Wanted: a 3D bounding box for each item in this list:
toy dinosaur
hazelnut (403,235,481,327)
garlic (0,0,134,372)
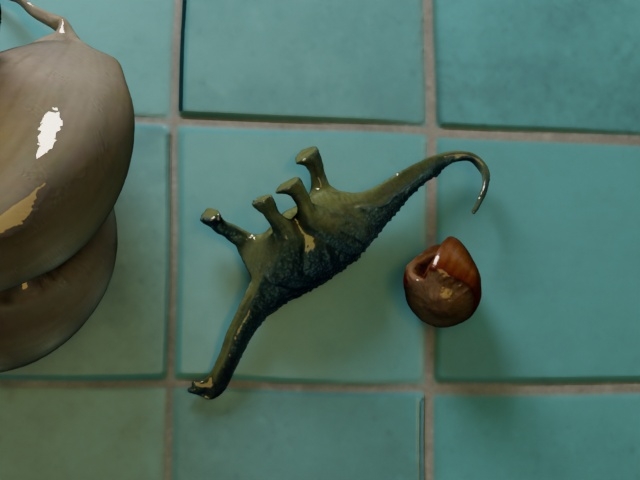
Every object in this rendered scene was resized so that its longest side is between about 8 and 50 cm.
[{"bbox_3d":[-0.009,-0.006,1.675,0.363,0.076,0.147,-38,114,-11],"label":"toy dinosaur"},{"bbox_3d":[0.119,0.040,1.694,0.086,0.086,0.086,1,86,-12],"label":"hazelnut"},{"bbox_3d":[-0.275,-0.035,1.590,0.246,0.231,0.340,15,58,29],"label":"garlic"}]
